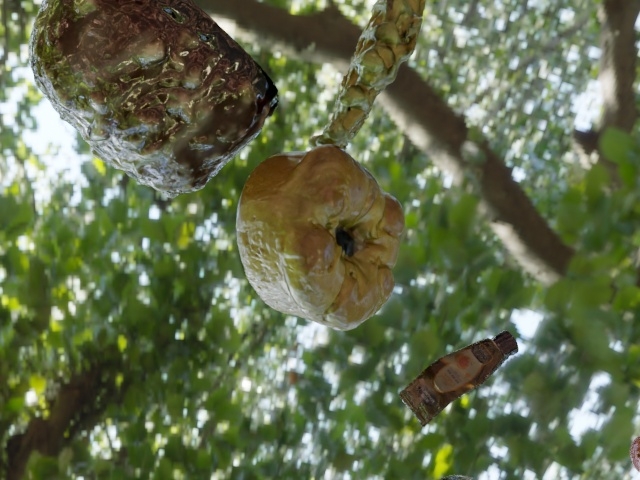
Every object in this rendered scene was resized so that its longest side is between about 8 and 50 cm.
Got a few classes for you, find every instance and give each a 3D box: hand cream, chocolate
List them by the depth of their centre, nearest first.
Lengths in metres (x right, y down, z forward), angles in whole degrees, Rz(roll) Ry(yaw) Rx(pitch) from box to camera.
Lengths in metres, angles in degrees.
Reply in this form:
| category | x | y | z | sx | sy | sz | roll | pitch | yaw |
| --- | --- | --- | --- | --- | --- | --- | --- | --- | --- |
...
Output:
| category | x | y | z | sx | sy | sz | roll | pitch | yaw |
| --- | --- | --- | --- | --- | --- | --- | --- | --- | --- |
| chocolate | -0.223 | -0.192 | 1.504 | 0.210 | 0.340 | 0.225 | -52 | -145 | -5 |
| hand cream | 0.181 | 0.172 | 1.549 | 0.163 | 0.039 | 0.062 | -33 | -122 | -8 |

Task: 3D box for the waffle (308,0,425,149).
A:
| category | x | y | z | sx | sy | sz | roll | pitch | yaw |
| --- | --- | --- | --- | --- | --- | --- | --- | --- | --- |
| waffle | 0.064 | -0.224 | 1.657 | 0.073 | 0.297 | 0.317 | 26 | -137 | -3 |

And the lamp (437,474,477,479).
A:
| category | x | y | z | sx | sy | sz | roll | pitch | yaw |
| --- | --- | --- | --- | --- | --- | --- | --- | --- | --- |
| lamp | 0.067 | 0.350 | 1.094 | 0.247 | 0.301 | 0.247 | -6 | -102 | -58 |

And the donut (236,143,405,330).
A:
| category | x | y | z | sx | sy | sz | roll | pitch | yaw |
| --- | --- | --- | --- | --- | --- | --- | --- | --- | --- |
| donut | 0.000 | 0.000 | 1.483 | 0.128 | 0.261 | 0.208 | 4 | -110 | 30 |

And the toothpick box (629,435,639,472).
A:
| category | x | y | z | sx | sy | sz | roll | pitch | yaw |
| --- | --- | --- | --- | --- | --- | --- | --- | --- | --- |
| toothpick box | 0.417 | 0.256 | 1.449 | 0.083 | 0.047 | 0.047 | 1 | -135 | -26 |
